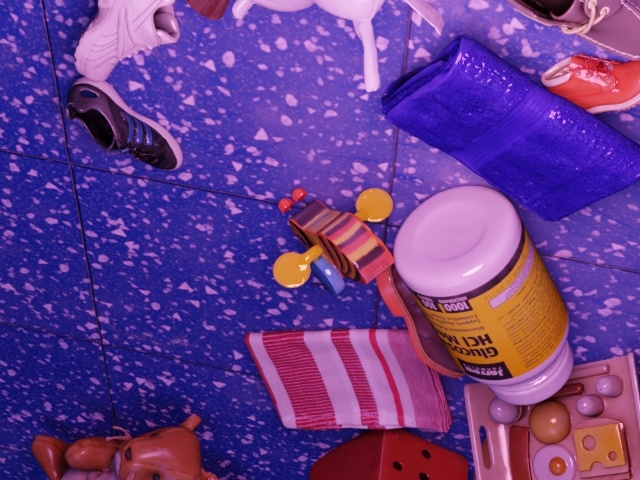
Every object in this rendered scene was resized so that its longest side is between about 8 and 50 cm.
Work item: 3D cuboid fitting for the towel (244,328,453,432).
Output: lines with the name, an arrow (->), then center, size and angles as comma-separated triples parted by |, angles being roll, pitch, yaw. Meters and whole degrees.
towel -> 0.049, 0.245, 2.298 | 0.329, 0.037, 0.237 | -3, 130, 23

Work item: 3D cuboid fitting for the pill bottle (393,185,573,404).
pill bottle -> 0.252, 0.092, 1.934 | 0.188, 0.188, 0.334 | -9, 136, 28

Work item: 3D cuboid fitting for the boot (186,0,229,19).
boot -> -0.152, -0.334, 1.675 | 0.106, 0.037, 0.114 | 30, 145, -14

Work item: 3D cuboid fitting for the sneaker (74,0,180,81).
sneaker -> -0.247, -0.273, 1.731 | 0.115, 0.090, 0.232 | 28, 142, -8

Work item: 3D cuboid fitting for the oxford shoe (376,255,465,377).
oxford shoe -> 0.188, 0.121, 2.073 | 0.098, 0.097, 0.271 | -16, 132, 27

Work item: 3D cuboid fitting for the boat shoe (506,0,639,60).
boat shoe -> 0.282, -0.289, 1.528 | 0.305, 0.091, 0.109 | 31, 140, -19

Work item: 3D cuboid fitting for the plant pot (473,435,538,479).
plant pot -> 0.404, 0.415, 2.283 | 0.254, 0.237, 0.237 | 16, 145, 25

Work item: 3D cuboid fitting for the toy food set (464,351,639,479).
toy food set -> 0.383, 0.314, 2.129 | 0.306, 0.219, 0.092 | -16, 165, 35

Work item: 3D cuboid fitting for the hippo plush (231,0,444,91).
hippo plush -> 0.006, -0.353, 1.502 | 0.294, 0.234, 0.236 | 56, 160, -21

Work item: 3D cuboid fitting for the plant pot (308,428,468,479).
plant pot -> 0.135, 0.499, 2.449 | 0.267, 0.267, 0.235 | 25, 129, -12

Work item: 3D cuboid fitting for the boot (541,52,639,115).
boot -> 0.351, -0.203, 1.642 | 0.158, 0.059, 0.084 | -20, 125, 38

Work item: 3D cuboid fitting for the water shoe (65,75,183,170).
water shoe -> -0.289, -0.150, 1.912 | 0.073, 0.080, 0.203 | -24, 127, 40

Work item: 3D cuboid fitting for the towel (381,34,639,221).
towel -> 0.244, -0.132, 1.705 | 0.308, 0.076, 0.228 | 28, 160, -14

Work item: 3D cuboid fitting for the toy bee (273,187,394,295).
toy bee -> 0.000, 0.000, 1.935 | 0.162, 0.195, 0.298 | 52, 147, -5

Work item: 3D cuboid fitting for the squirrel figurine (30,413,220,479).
squirrel figurine -> -0.331, 0.490, 2.632 | 0.397, 0.281, 0.370 | 26, 133, -36
